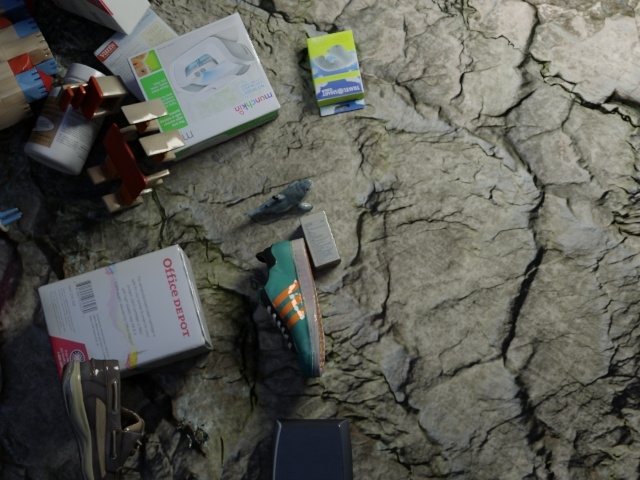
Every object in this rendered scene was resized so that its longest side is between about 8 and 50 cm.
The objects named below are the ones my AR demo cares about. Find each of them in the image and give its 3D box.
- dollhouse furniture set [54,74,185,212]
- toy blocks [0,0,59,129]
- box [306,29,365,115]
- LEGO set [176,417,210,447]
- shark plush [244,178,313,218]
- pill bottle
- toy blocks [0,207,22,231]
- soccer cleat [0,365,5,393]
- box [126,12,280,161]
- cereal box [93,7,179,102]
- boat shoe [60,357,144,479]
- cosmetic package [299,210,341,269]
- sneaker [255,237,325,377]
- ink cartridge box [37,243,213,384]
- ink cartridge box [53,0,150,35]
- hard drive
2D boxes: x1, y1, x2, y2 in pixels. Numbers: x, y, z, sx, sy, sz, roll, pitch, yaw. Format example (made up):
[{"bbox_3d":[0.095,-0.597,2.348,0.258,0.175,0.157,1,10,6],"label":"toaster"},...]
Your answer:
[{"bbox_3d":[-0.437,-0.212,1.669,0.135,0.262,0.259,-23,79,-39],"label":"dollhouse furniture set"},{"bbox_3d":[-0.737,-0.412,1.824,0.261,0.190,0.381,-26,67,-14],"label":"toy blocks"},{"bbox_3d":[0.035,-0.380,1.793,0.109,0.042,0.178,-11,76,4],"label":"box"},{"bbox_3d":[-0.263,0.405,1.664,0.054,0.023,0.083,-41,64,-6],"label":"LEGO set"},{"bbox_3d":[-0.091,-0.095,1.729,0.161,0.067,0.073,-12,77,3],"label":"shark plush"},{"bbox_3d":[-0.562,-0.275,1.784,0.131,0.131,0.229,19,80,10],"label":"pill bottle"},{"bbox_3d":[-0.762,-0.064,1.797,0.148,0.054,0.123,-24,77,0],"label":"toy blocks"},{"bbox_3d":[-0.762,0.195,1.695,0.116,0.143,0.331,-21,76,1],"label":"soccer cleat"},{"bbox_3d":[-0.253,-0.331,1.736,0.262,0.127,0.231,-23,90,-7],"label":"box"},{"bbox_3d":[-0.385,-0.409,1.838,0.173,0.047,0.240,-43,77,-4],"label":"cereal box"},{"bbox_3d":[-0.413,0.392,1.563,0.130,0.132,0.355,-12,115,-11],"label":"boat shoe"},{"bbox_3d":[0.000,0.000,1.713,0.060,0.041,0.115,-18,76,2],"label":"cosmetic package"},{"bbox_3d":[-0.065,0.148,1.660,0.121,0.108,0.302,-12,69,4],"label":"sneaker"},{"bbox_3d":[-0.404,0.167,1.662,0.306,0.131,0.226,-16,77,-4],"label":"ink cartridge box"},{"bbox_3d":[-0.536,-0.586,1.804,0.237,0.172,0.100,26,78,24],"label":"ink cartridge box"},{"bbox_3d":[-0.021,0.491,1.600,0.172,0.054,0.254,-1,78,6],"label":"hard drive"}]
